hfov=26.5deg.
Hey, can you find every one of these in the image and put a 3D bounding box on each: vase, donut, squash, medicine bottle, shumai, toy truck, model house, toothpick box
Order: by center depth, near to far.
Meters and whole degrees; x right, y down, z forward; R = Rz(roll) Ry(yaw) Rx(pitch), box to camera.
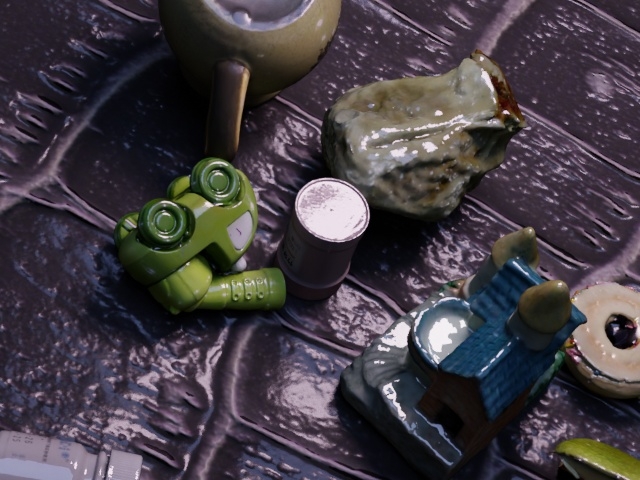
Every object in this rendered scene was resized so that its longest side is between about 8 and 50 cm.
[{"bbox_3d":[-0.291,0.277,1.527,0.168,0.105,0.105,12,56,-7],"label":"medicine bottle"},{"bbox_3d":[0.201,0.103,1.633,0.194,0.325,0.267,45,58,13],"label":"model house"},{"bbox_3d":[0.414,0.337,1.696,0.252,0.169,0.093,23,49,29],"label":"squash"},{"bbox_3d":[-0.156,0.015,1.716,0.187,0.148,0.210,-21,90,-27],"label":"toy truck"},{"bbox_3d":[0.000,0.000,1.750,0.098,0.149,0.098,7,57,-11],"label":"toothpick box"},{"bbox_3d":[0.128,-0.157,1.803,0.260,0.222,0.225,-8,45,-45],"label":"shumai"},{"bbox_3d":[0.393,0.138,1.817,0.174,0.068,0.174,8,54,-11],"label":"donut"},{"bbox_3d":[-0.111,-0.257,1.835,0.241,0.302,0.329,13,74,-7],"label":"vase"}]

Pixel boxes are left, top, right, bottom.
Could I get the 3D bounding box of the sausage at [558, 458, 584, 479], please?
[{"bbox_3d":[0.356,0.303,1.723,0.107,0.031,0.031,30,56,6],"label":"sausage"}]
